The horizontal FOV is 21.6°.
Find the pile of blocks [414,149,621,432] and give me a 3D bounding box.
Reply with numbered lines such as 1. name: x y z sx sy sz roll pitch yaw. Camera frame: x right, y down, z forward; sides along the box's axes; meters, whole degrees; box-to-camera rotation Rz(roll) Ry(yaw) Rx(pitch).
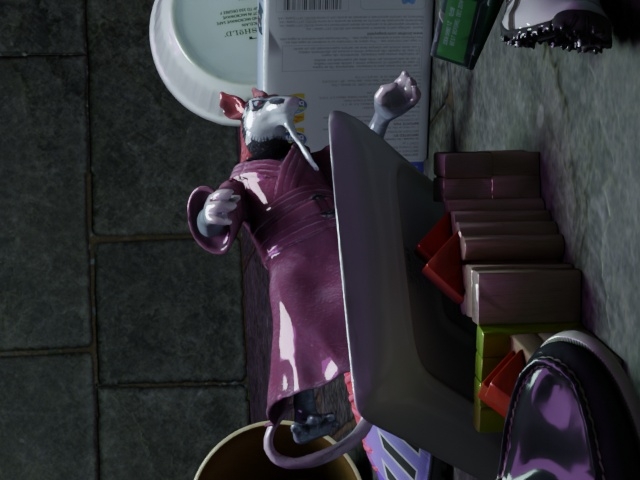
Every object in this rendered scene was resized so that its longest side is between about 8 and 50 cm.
1. pile of blocks: 0.138 0.056 1.354 0.362 0.113 0.149 -101 13 -50

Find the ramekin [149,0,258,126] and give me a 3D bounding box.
1. ramekin: -0.104 -0.303 2.333 0.127 0.273 0.273 121 147 -81

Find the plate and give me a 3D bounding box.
1. plate: 0.099 0.051 1.456 0.278 0.045 0.277 34 -134 -53

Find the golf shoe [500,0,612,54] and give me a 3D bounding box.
1. golf shoe: 0.168 -0.184 1.219 0.198 0.077 0.094 -110 27 -78

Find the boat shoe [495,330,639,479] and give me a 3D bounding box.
1. boat shoe: 0.153 0.235 1.158 0.127 0.113 0.340 21 116 50

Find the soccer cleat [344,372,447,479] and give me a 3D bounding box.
1. soccer cleat: 0.071 0.162 1.781 0.108 0.116 0.318 -145 54 -79

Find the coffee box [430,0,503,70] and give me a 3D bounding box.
1. coffee box: 0.138 -0.234 1.305 0.113 0.040 0.184 100 -167 -57

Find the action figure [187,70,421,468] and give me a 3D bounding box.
1. action figure: 0.000 0.000 1.682 0.276 0.248 0.370 97 151 -60

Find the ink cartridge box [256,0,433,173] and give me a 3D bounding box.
1. ink cartridge box: 0.025 -0.190 1.807 0.065 0.186 0.311 -128 37 -71

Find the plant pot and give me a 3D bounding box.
1. plant pot: -0.046 0.379 2.314 0.254 0.237 0.237 67 -161 -77
